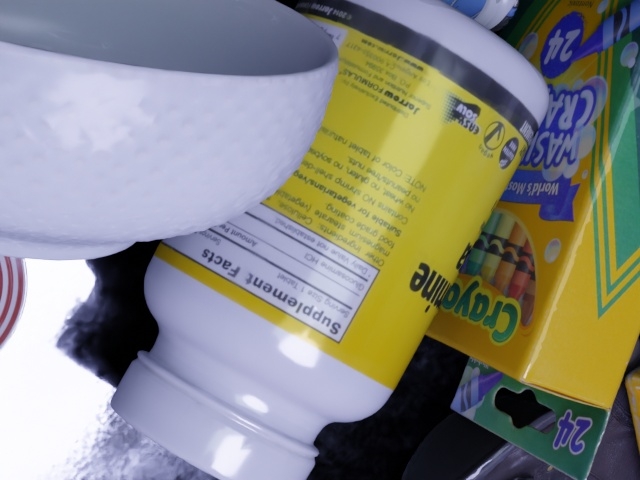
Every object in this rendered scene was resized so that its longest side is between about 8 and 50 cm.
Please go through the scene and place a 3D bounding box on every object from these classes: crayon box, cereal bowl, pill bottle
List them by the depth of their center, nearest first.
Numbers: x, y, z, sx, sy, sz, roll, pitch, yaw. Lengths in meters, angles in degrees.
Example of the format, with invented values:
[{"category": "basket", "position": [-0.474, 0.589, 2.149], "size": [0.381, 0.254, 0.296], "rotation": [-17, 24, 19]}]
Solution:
[{"category": "cereal bowl", "position": [-0.168, -0.084, 0.831], "size": [0.339, 0.339, 0.141], "rotation": [6, 112, -23]}, {"category": "pill bottle", "position": [0.000, 0.000, 0.982], "size": [0.188, 0.188, 0.334], "rotation": [31, 87, -24]}, {"category": "crayon box", "position": [0.163, -0.014, 1.038], "size": [0.083, 0.203, 0.323], "rotation": [19, 91, -24]}]

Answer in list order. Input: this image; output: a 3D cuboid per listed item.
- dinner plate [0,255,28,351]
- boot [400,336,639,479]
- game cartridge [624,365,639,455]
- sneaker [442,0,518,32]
[{"category": "dinner plate", "position": [-0.268, 0.030, 0.969], "size": [0.141, 0.017, 0.141], "rotation": [-4, 101, -21]}, {"category": "boot", "position": [0.209, 0.214, 1.159], "size": [0.263, 0.091, 0.229], "rotation": [-32, 109, -17]}, {"category": "game cartridge", "position": [0.401, 0.178, 1.214], "size": [0.323, 0.052, 0.285], "rotation": [-25, 109, -31]}, {"category": "sneaker", "position": [0.104, -0.257, 1.041], "size": [0.081, 0.080, 0.211], "rotation": [-2, 98, -26]}]
